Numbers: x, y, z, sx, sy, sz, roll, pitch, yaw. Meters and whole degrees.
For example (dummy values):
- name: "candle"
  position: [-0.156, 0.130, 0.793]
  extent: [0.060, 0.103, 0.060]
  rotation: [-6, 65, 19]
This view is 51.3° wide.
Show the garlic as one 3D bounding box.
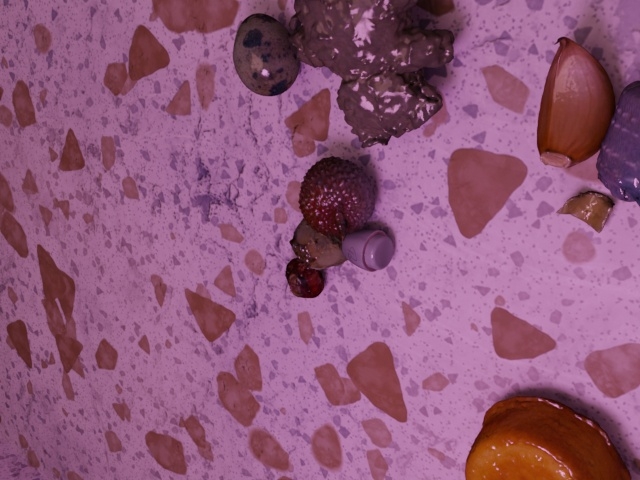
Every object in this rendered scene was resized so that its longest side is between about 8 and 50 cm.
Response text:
- name: "garlic"
  position: [0.414, -0.229, 1.108]
  extent: [0.115, 0.128, 0.206]
  rotation: [-133, 39, -74]

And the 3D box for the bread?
- name: "bread"
  position: [0.430, 0.453, 1.280]
  extent: [0.312, 0.172, 0.312]
  rotation: [15, 115, 35]

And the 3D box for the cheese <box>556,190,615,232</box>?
- name: "cheese"
  position: [0.463, -0.058, 1.169]
  extent: [0.084, 0.041, 0.060]
  rotation: [20, 125, 13]

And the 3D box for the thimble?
- name: "thimble"
  position: [0.544, -0.132, 0.990]
  extent: [0.236, 0.205, 0.172]
  rotation: [11, 119, 7]

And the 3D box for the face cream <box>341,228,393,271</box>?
- name: "face cream"
  position: [0.101, 0.018, 1.435]
  extent: [0.095, 0.091, 0.091]
  rotation: [17, 115, 41]

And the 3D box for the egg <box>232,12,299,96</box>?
- name: "egg"
  position: [-0.119, -0.398, 1.428]
  extent: [0.141, 0.141, 0.181]
  rotation: [-20, 85, 39]

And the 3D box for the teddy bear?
- name: "teddy bear"
  position: [0.100, -0.364, 1.268]
  extent: [0.357, 0.224, 0.367]
  rotation: [9, 125, 33]

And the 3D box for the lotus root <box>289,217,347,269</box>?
- name: "lotus root"
  position: [0.003, -0.001, 1.475]
  extent: [0.070, 0.144, 0.143]
  rotation: [-38, 88, 37]

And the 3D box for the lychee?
- name: "lychee"
  position: [0.035, -0.085, 1.398]
  extent: [0.165, 0.165, 0.197]
  rotation: [-53, 30, 36]

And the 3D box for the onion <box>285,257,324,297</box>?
- name: "onion"
  position: [-0.035, 0.085, 1.562]
  extent: [0.107, 0.097, 0.107]
  rotation: [50, 167, 17]
